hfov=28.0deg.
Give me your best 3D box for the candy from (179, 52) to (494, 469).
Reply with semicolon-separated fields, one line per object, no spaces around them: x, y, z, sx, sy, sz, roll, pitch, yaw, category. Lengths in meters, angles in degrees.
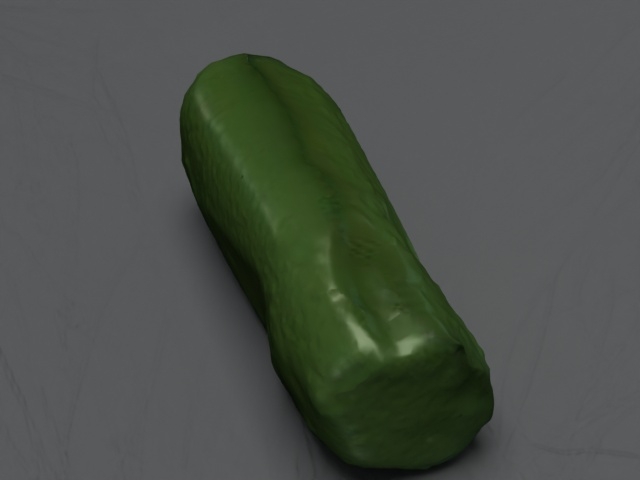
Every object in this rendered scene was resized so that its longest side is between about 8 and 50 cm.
0.000;0.000;0.878;0.132;0.142;0.343;-7;41;-20;candy
